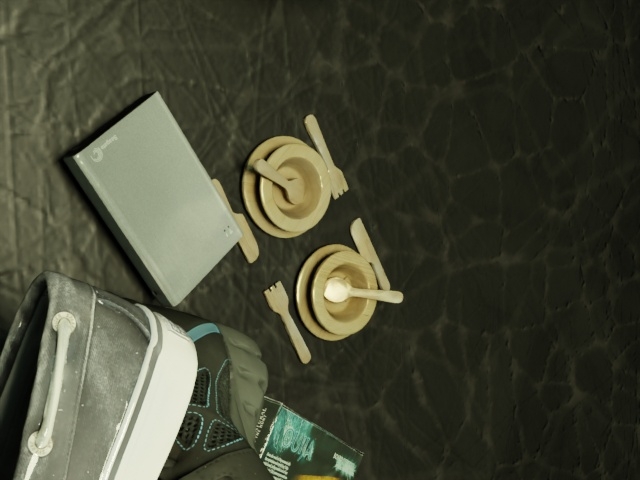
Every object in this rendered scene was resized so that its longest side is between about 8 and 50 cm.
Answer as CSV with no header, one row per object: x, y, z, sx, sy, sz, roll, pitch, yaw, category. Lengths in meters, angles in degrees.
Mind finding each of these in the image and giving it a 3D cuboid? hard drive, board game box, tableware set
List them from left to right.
-0.122,-0.031,0.671,0.094,0.022,0.135,-50,120,-40,hard drive
-0.027,0.206,0.711,0.126,0.026,0.186,-67,150,-16,board game box
0.000,0.000,0.769,0.128,0.039,0.194,-39,114,-32,tableware set

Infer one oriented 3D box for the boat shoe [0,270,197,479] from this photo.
-0.156,0.159,0.413,0.102,0.108,0.301,33,68,-35,boat shoe

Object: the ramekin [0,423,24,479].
-0.272,0.196,0.483,0.303,0.148,0.303,-1,91,-39,ramekin

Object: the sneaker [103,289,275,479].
-0.094,0.152,0.543,0.140,0.341,0.125,31,103,-29,sneaker
